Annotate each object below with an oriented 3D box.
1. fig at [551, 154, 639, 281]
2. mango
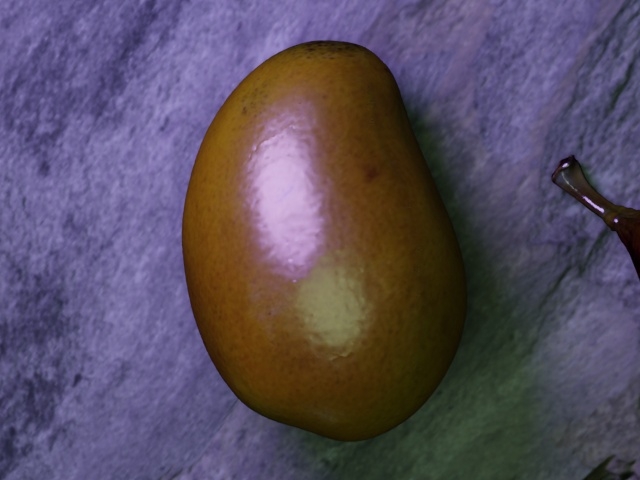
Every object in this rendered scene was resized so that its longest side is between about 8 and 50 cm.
[{"bbox_3d":[0.352,0.002,1.670,0.321,0.217,0.217,32,101,33],"label":"fig"},{"bbox_3d":[0.000,0.000,1.687,0.263,0.221,0.378,-6,85,14],"label":"mango"}]
